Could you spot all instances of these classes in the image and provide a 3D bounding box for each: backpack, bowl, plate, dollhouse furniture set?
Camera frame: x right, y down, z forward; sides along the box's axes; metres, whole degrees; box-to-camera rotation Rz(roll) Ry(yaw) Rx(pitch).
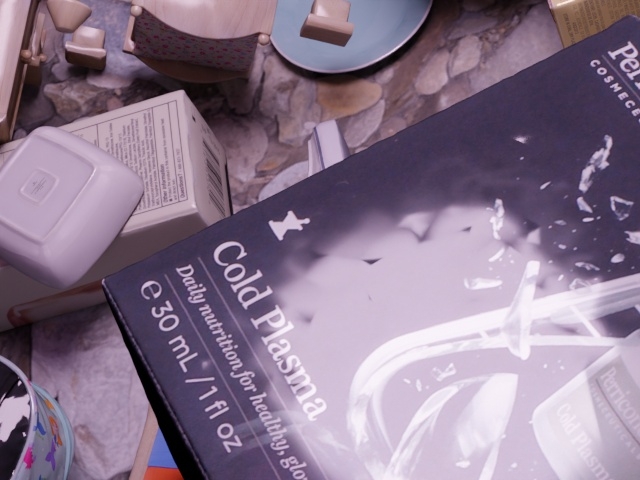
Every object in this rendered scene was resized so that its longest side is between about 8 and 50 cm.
[{"bbox_3d":[-0.344,0.226,1.438,0.225,0.191,0.253,9,72,21],"label":"backpack"},{"bbox_3d":[-0.256,-0.039,1.487,0.142,0.053,0.142,29,78,29],"label":"bowl"},{"bbox_3d":[0.032,-0.252,1.674,0.188,0.024,0.188,-8,59,14],"label":"plate"},{"bbox_3d":[-0.174,-0.154,1.616,0.355,0.303,0.174,12,78,-7],"label":"dollhouse furniture set"}]

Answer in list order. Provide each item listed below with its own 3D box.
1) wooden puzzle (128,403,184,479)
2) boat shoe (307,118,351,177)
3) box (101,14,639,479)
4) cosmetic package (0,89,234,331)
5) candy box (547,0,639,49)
[{"bbox_3d":[-0.050,0.282,1.368,0.322,0.080,0.348,2,63,20],"label":"wooden puzzle"},{"bbox_3d":[0.000,0.000,1.501,0.084,0.095,0.258,-11,58,9],"label":"boat shoe"},{"bbox_3d":[0.163,0.166,1.179,0.471,0.297,0.480,-27,58,-11],"label":"box"},{"bbox_3d":[-0.245,-0.023,1.581,0.296,0.129,0.153,-14,60,11],"label":"cosmetic package"},{"bbox_3d":[0.366,-0.321,1.554,0.316,0.087,0.183,-18,56,11],"label":"candy box"}]
